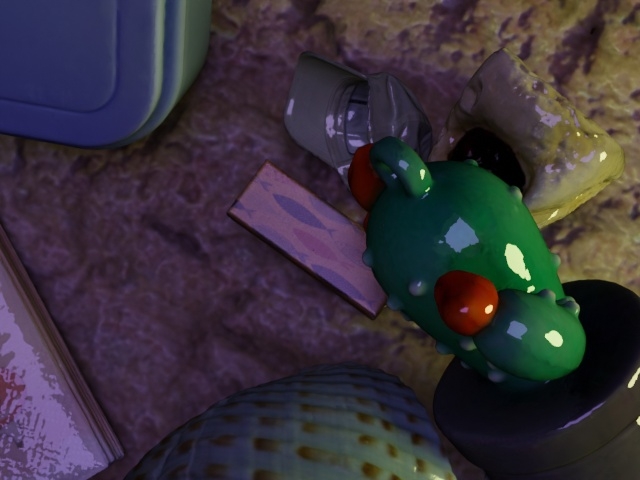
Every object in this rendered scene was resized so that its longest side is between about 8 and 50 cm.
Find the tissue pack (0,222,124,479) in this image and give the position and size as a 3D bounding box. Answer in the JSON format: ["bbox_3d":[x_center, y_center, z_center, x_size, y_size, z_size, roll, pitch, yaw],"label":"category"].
[{"bbox_3d":[-0.331,0.102,0.846,0.170,0.071,0.325,-31,82,0],"label":"tissue pack"}]

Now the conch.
[{"bbox_3d":[-0.052,0.232,0.712,0.215,0.303,0.319,23,62,-37],"label":"conch"}]

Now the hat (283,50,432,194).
[{"bbox_3d":[0.035,-0.105,0.866,0.166,0.081,0.122,31,124,21],"label":"hat"}]

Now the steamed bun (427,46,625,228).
[{"bbox_3d":[0.166,-0.061,0.810,0.155,0.172,0.141,-48,70,14],"label":"steamed bun"}]

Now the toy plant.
[{"bbox_3d":[0.155,0.082,0.698,0.185,0.279,0.400,-28,108,18],"label":"toy plant"}]

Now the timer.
[{"bbox_3d":[-0.273,-0.283,0.790,0.395,0.173,0.395,5,118,9],"label":"timer"}]

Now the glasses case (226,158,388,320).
[{"bbox_3d":[0.000,0.000,0.859,0.170,0.041,0.064,35,83,7],"label":"glasses case"}]
